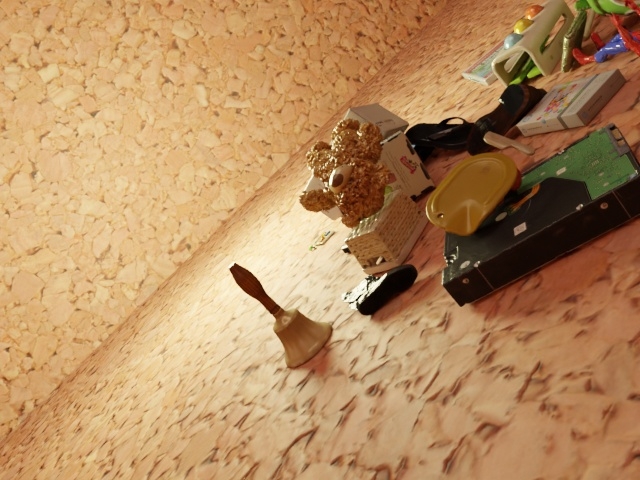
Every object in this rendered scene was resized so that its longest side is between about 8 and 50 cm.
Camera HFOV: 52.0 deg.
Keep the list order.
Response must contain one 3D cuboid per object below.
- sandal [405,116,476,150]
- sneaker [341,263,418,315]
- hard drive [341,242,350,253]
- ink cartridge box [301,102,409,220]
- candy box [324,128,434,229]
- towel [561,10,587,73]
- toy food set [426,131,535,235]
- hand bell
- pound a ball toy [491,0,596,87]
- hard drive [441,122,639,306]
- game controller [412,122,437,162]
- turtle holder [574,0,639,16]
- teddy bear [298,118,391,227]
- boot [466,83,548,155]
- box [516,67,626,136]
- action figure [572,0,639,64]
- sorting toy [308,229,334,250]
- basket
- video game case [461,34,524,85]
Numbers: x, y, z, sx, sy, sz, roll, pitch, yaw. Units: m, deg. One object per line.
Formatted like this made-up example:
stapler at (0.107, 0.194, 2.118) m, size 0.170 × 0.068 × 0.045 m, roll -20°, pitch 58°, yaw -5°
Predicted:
sandal at (0.323, -0.285, 1.720) m, size 0.255 × 0.054 × 0.097 m, roll 7°, pitch 48°, yaw 43°
sneaker at (0.116, 0.090, 1.314) m, size 0.170 × 0.051 × 0.089 m, roll -41°, pitch 20°, yaw 15°
hard drive at (0.121, -0.018, 1.648) m, size 0.135 × 0.022 × 0.094 m, roll -22°, pitch 25°, yaw 49°
ink cartridge box at (0.097, -0.221, 1.796) m, size 0.289 × 0.122 × 0.211 m, roll -59°, pitch -13°, yaw 26°
candy box at (0.144, -0.149, 1.639) m, size 0.234 × 0.159 × 0.071 m, roll -29°, pitch 11°, yaw 13°
towel at (0.619, -0.487, 1.604) m, size 0.027 × 0.110 × 0.148 m, roll 16°, pitch 52°, yaw 25°
toy food set at (0.284, -0.082, 1.144) m, size 0.218 × 0.071 × 0.128 m, roll -47°, pitch 40°, yaw -14°
hand bell at (-0.101, 0.135, 1.355) m, size 0.126 × 0.242 × 0.126 m, roll -38°, pitch 15°, yaw 12°
pound a ball toy at (0.609, -0.563, 1.753) m, size 0.208 × 0.135 × 0.319 m, roll -20°, pitch 27°, yaw 53°
hard drive at (0.359, -0.045, 1.082) m, size 0.339 × 0.064 × 0.237 m, roll -34°, pitch 17°, yaw 26°
game controller at (0.221, -0.206, 1.837) m, size 0.319 × 0.067 × 0.166 m, roll -49°, pitch 17°, yaw -27°
turtle holder at (0.756, -0.643, 1.519) m, size 0.320 × 0.243 × 0.227 m, roll -5°, pitch 14°, yaw -41°
teddy bear at (0.048, -0.173, 1.510) m, size 0.245 × 0.113 × 0.338 m, roll -25°, pitch 38°, yaw 24°
boot at (0.437, -0.276, 1.534) m, size 0.106 × 0.082 × 0.219 m, roll -10°, pitch -27°, yaw -33°
box at (0.527, -0.288, 1.390) m, size 0.145 × 0.038 × 0.186 m, roll -45°, pitch 15°, yaw -14°
action figure at (0.636, -0.455, 1.410) m, size 0.091 × 0.139 × 0.280 m, roll -43°, pitch 18°, yaw -1°
sorting toy at (0.000, 0.000, 1.904) m, size 0.083 × 0.012 × 0.062 m, roll -47°, pitch 17°, yaw -21°
basket at (0.144, -0.022, 1.452) m, size 0.113 × 0.103 × 0.167 m, roll -21°, pitch 24°, yaw 49°
video game case at (0.571, -0.580, 2.094) m, size 0.204 × 0.025 × 0.285 m, roll -38°, pitch 16°, yaw 10°
